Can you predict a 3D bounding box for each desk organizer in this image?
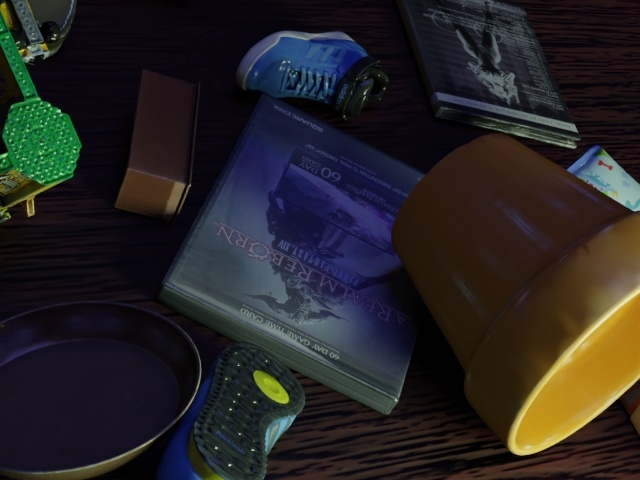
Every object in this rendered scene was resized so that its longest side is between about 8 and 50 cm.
[{"bbox_3d":[-0.130,-0.077,1.101,0.050,0.047,0.130,15,42,-14],"label":"desk organizer"}]

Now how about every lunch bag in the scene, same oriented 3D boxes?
[{"bbox_3d":[0.234,0.008,1.204,0.129,0.096,0.151,44,56,12],"label":"lunch bag"}]

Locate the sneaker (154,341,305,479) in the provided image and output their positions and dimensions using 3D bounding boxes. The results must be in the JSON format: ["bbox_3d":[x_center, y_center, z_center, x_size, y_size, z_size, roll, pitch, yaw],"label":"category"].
[{"bbox_3d":[-0.068,0.132,0.908,0.069,0.082,0.209,39,20,-3],"label":"sneaker"}]

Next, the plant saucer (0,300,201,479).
[{"bbox_3d":[-0.158,0.098,0.870,0.168,0.029,0.168,-2,32,1],"label":"plant saucer"}]

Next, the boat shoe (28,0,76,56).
[{"bbox_3d":[-0.239,-0.268,1.162,0.081,0.069,0.227,6,68,-43],"label":"boat shoe"}]

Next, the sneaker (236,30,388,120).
[{"bbox_3d":[0.000,-0.145,1.241,0.084,0.058,0.152,42,33,27],"label":"sneaker"}]

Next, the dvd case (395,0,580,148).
[{"bbox_3d":[0.166,-0.188,1.420,0.164,0.018,0.221,10,43,-24],"label":"dvd case"}]

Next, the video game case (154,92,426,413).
[{"bbox_3d":[0.000,0.000,1.117,0.196,0.026,0.274,27,39,-4],"label":"video game case"}]

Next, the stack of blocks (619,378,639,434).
[{"bbox_3d":[0.381,0.191,1.097,0.171,0.087,0.297,-2,50,-33],"label":"stack of blocks"}]

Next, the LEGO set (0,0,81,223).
[{"bbox_3d":[-0.345,-0.076,0.912,0.331,0.192,0.255,-37,102,-45],"label":"LEGO set"}]

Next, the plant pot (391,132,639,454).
[{"bbox_3d":[0.159,0.025,1.051,0.205,0.205,0.188,-17,55,-42],"label":"plant pot"}]
